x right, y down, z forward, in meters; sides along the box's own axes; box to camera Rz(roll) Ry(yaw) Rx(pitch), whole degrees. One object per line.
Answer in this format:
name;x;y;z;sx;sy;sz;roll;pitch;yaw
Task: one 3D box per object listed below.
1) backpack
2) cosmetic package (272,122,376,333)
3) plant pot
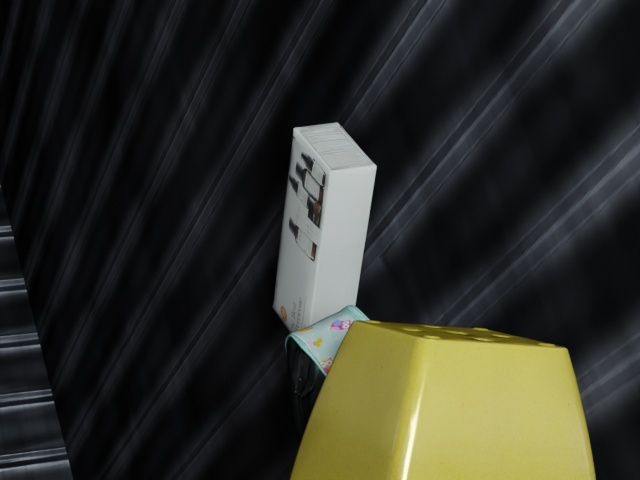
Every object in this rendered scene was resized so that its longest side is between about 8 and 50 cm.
backpack;0.045;0.159;1.436;0.166;0.144;0.188;47;162;56
cosmetic package;0.000;0.000;1.607;0.099;0.060;0.239;-126;36;-49
plant pot;0.108;0.170;1.258;0.212;0.212;0.187;-173;89;-66
